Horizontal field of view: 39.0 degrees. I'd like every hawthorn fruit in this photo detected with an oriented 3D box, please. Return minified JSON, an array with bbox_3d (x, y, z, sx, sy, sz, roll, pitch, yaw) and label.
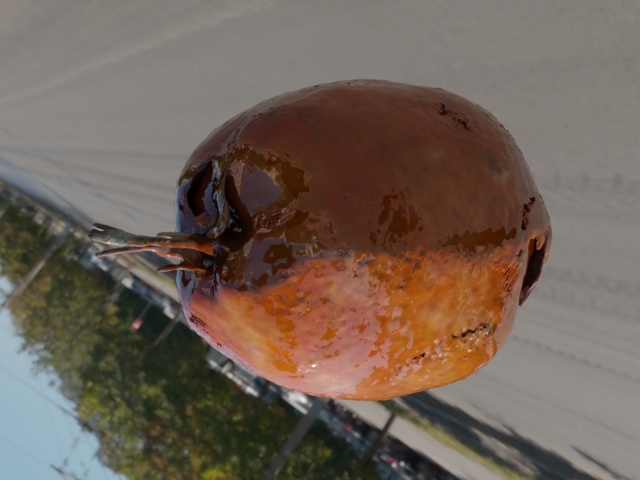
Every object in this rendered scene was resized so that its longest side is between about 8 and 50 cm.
[{"bbox_3d":[0.000,0.000,0.550,0.299,0.211,0.211,0,-160,-45],"label":"hawthorn fruit"}]
